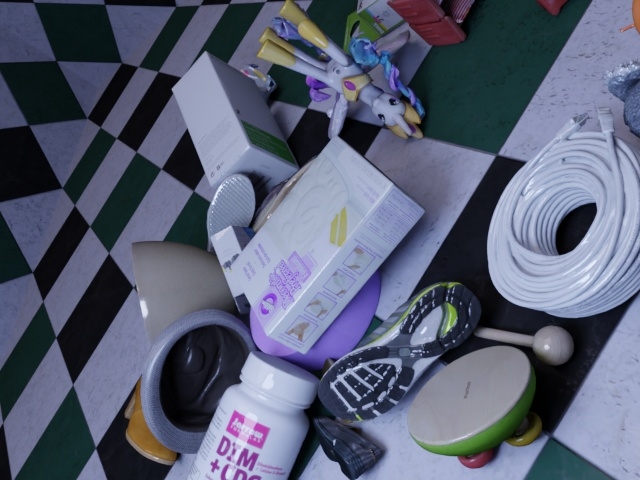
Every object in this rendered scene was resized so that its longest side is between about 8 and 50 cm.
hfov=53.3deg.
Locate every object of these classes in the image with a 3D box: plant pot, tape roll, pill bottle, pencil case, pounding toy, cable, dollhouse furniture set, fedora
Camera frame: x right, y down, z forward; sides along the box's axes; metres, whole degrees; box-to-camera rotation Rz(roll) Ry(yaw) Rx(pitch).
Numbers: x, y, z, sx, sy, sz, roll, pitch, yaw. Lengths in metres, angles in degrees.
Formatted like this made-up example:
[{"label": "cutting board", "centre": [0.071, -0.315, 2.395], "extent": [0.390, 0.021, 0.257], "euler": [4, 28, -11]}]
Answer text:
[{"label": "plant pot", "centre": [-0.292, 0.124, 1.411], "extent": [0.191, 0.284, 0.284], "euler": [-13, 37, -12]}, {"label": "tape roll", "centre": [-0.015, 0.108, 1.240], "extent": [0.275, 0.090, 0.274], "euler": [-31, 43, 34]}, {"label": "pill bottle", "centre": [-0.116, 0.346, 1.094], "extent": [0.160, 0.160, 0.283], "euler": [19, 85, 55]}, {"label": "pencil case", "centre": [-0.237, -0.376, 1.869], "extent": [0.124, 0.113, 0.273], "euler": [33, 90, 27]}, {"label": "pounding toy", "centre": [0.236, 0.224, 0.855], "extent": [0.237, 0.110, 0.183], "euler": [-41, 13, -30]}, {"label": "cable", "centre": [0.344, -0.021, 0.875], "extent": [0.257, 0.089, 0.257], "euler": [-43, 37, 39]}, {"label": "dollhouse furniture set", "centre": [0.337, -0.523, 1.242], "extent": [0.374, 0.152, 0.201], "euler": [13, 74, 54]}, {"label": "fedora", "centre": [-0.244, 0.264, 1.261], "extent": [0.124, 0.244, 0.275], "euler": [13, 105, 60]}]

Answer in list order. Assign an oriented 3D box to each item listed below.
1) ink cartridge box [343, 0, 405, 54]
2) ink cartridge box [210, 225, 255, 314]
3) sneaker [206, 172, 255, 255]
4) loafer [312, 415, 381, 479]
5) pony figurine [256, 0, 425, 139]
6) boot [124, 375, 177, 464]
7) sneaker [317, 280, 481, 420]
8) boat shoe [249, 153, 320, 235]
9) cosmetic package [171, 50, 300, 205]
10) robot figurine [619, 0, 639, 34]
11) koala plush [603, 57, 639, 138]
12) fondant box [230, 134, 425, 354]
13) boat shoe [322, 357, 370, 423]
[{"label": "ink cartridge box", "centre": [0.128, -0.601, 1.609], "extent": [0.255, 0.097, 0.188], "euler": [-23, 47, 39]}, {"label": "ink cartridge box", "centre": [-0.160, 0.063, 1.386], "extent": [0.062, 0.104, 0.181], "euler": [-26, 80, 18]}, {"label": "sneaker", "centre": [-0.226, -0.049, 1.539], "extent": [0.161, 0.102, 0.282], "euler": [-102, 27, -63]}, {"label": "loafer", "centre": [0.039, 0.329, 1.042], "extent": [0.061, 0.062, 0.170], "euler": [-23, 21, -19]}, {"label": "pony figurine", "centre": [0.047, -0.355, 1.357], "extent": [0.303, 0.363, 0.351], "euler": [-54, 18, 19]}, {"label": "boot", "centre": [-0.352, 0.354, 1.449], "extent": [0.211, 0.104, 0.295], "euler": [-61, 30, -4]}, {"label": "sneaker", "centre": [0.123, 0.171, 1.002], "extent": [0.300, 0.111, 0.121], "euler": [-39, -1, 12]}, {"label": "boat shoe", "centre": [-0.076, -0.093, 1.462], "extent": [0.285, 0.103, 0.092], "euler": [-51, 39, 20]}, {"label": "cosmetic package", "centre": [-0.220, -0.283, 1.625], "extent": [0.155, 0.197, 0.365], "euler": [-41, 56, 23]}, {"label": "robot figurine", "centre": [0.534, -0.335, 0.878], "extent": [0.219, 0.128, 0.158], "euler": [12, 109, 53]}, {"label": "koala plush", "centre": [0.466, -0.190, 0.791], "extent": [0.196, 0.203, 0.221], "euler": [63, 156, 6]}, {"label": "fondant box", "centre": [0.000, 0.000, 1.145], "extent": [0.330, 0.096, 0.238], "euler": [-52, 35, 9]}, {"label": "boat shoe", "centre": [0.044, 0.257, 1.098], "extent": [0.153, 0.048, 0.056], "euler": [-132, 53, -61]}]
